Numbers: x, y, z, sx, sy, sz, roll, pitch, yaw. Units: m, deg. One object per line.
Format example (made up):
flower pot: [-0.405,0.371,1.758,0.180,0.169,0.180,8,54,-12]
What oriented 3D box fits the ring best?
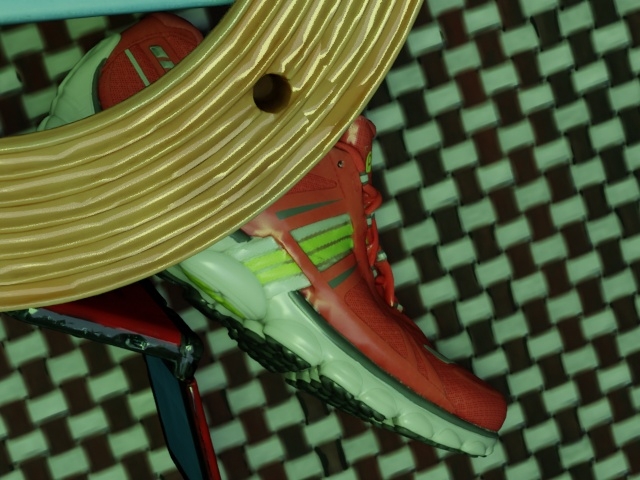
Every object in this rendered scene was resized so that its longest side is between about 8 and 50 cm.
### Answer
ring: [-0.116,-0.142,0.618,0.337,0.032,0.336,-3,104,-14]

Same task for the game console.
game console: [-0.099,0.063,0.841,0.124,0.144,0.085,16,95,-17]

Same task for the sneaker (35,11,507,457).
sneaker: [0.000,0.000,0.881,0.279,0.107,0.118,41,79,-20]

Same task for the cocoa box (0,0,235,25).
cocoa box: [-0.177,-0.198,0.728,0.347,0.228,0.231,-7,102,-13]
